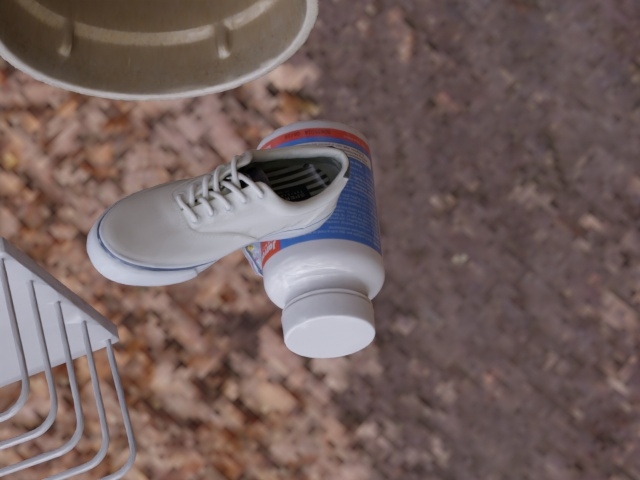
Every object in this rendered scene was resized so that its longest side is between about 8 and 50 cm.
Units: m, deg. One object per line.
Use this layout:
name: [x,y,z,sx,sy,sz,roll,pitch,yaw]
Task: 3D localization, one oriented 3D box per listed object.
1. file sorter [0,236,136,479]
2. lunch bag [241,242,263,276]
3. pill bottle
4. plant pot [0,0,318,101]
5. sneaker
file sorter: [-0.321,0.149,1.852,0.277,0.193,0.173,49,-158,-64]
lunch bag: [-0.043,0.000,2.072,0.053,0.083,0.071,62,175,-5]
pill bottle: [0.000,0.000,1.911,0.124,0.221,0.124,-4,149,-3]
plant pot: [-0.177,-0.355,1.928,0.334,0.305,0.334,-3,153,-2]
sneaker: [-0.087,-0.036,1.666,0.094,0.258,0.091,55,143,20]
